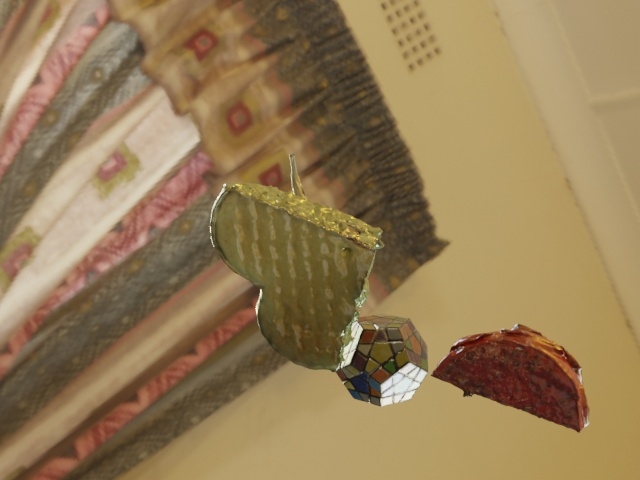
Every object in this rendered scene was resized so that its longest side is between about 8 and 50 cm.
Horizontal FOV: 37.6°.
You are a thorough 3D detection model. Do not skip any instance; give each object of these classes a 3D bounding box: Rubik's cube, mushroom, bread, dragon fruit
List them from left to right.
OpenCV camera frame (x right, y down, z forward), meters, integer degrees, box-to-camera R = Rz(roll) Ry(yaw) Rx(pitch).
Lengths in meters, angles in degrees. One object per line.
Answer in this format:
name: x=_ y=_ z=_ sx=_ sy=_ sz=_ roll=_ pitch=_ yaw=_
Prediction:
bread: x=-0.013 y=0.022 z=1.005 sx=0.173 sy=0.064 sz=0.232 roll=-27 pitch=-80 yaw=20
mushroom: x=-0.002 y=0.002 z=1.569 sx=0.068 sy=0.043 sz=0.306 roll=38 pitch=-28 yaw=58
Rubik's cube: x=0.070 y=0.136 z=1.078 sx=0.093 sy=0.111 sz=0.111 roll=23 pitch=-26 yaw=-14
dragon fruit: x=0.205 y=0.121 z=0.965 sx=0.162 sy=0.106 sz=0.083 roll=14 pitch=-75 yaw=20
